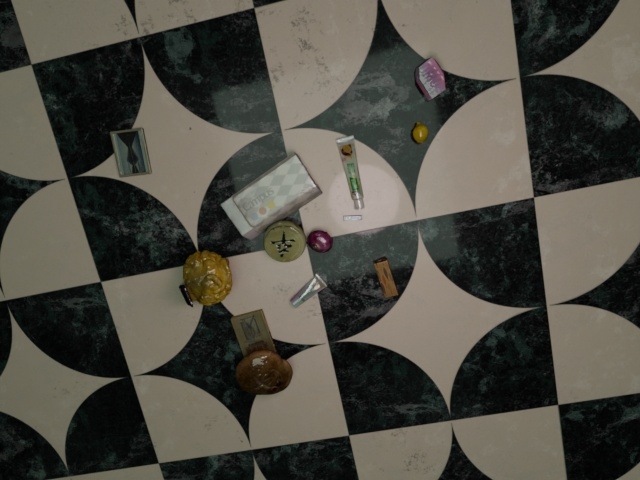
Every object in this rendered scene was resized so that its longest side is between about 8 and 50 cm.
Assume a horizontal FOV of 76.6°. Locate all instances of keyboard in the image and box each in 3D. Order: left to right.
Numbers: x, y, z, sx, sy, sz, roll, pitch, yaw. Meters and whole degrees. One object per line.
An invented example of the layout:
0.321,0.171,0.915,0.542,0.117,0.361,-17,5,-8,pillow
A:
-0.594,0.242,1.792,0.016,0.262,0.106,-27,94,-23,keyboard

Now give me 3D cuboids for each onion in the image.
0.000,0.000,1.787,0.115,0.115,0.104,36,57,-4,onion

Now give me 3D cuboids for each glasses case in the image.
0.296,0.170,1.825,0.065,0.041,0.169,-16,100,18,glasses case

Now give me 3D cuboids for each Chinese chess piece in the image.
-0.157,0.005,1.783,0.189,0.083,0.188,-1,111,-1,Chinese chess piece

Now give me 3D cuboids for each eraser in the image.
-0.211,-0.184,1.765,0.397,0.082,0.213,-32,97,9,eraser

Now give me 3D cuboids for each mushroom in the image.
-0.259,0.617,1.882,0.279,0.146,0.277,-2,122,-4,mushroom

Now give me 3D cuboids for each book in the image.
-0.317,0.451,1.923,0.162,0.026,0.230,-16,100,6,book

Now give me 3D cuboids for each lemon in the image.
0.416,-0.448,1.686,0.065,0.065,0.092,-10,94,5,lemon

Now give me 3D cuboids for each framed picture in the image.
-0.839,-0.388,1.797,0.150,0.015,0.202,-5,101,4,framed picture

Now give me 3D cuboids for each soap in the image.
0.447,-0.661,1.647,0.100,0.056,0.149,-33,98,6,soap

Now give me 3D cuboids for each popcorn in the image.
-0.499,0.159,1.802,0.251,0.190,0.249,4,106,14,popcorn

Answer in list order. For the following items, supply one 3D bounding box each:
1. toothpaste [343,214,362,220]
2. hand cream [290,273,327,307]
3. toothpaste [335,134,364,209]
0.142,-0.099,1.793,0.084,0.017,0.020,-2,101,3,toothpaste
-0.058,0.237,1.861,0.174,0.047,0.076,-41,96,1,hand cream
0.138,-0.289,1.744,0.058,0.056,0.313,-18,98,-34,toothpaste
